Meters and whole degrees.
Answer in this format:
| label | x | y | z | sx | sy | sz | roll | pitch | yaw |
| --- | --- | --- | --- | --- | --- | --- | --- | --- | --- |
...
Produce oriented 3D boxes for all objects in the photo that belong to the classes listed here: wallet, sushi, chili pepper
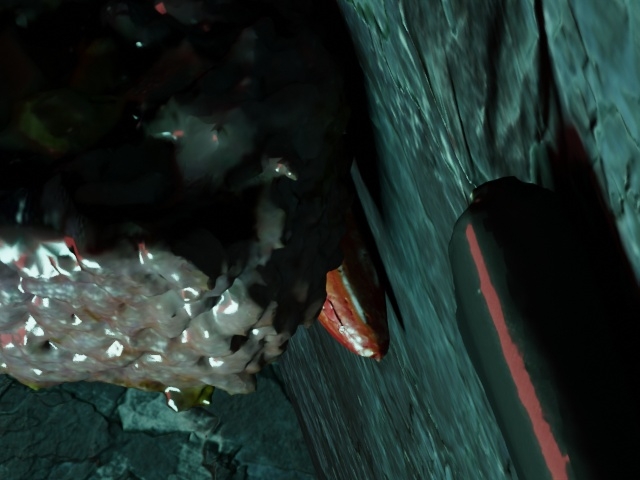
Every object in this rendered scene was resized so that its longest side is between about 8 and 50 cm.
| label | x | y | z | sx | sy | sz | roll | pitch | yaw |
| --- | --- | --- | --- | --- | --- | --- | --- | --- | --- |
| wallet | 0.095 | 0.104 | 0.586 | 0.149 | 0.044 | 0.250 | 76 | 174 | -73 |
| sushi | -0.116 | -0.051 | 0.997 | 0.171 | 0.270 | 0.236 | 78 | -159 | -66 |
| chili pepper | 0.001 | -0.002 | 1.121 | 0.169 | 0.065 | 0.088 | 64 | -171 | 19 |
